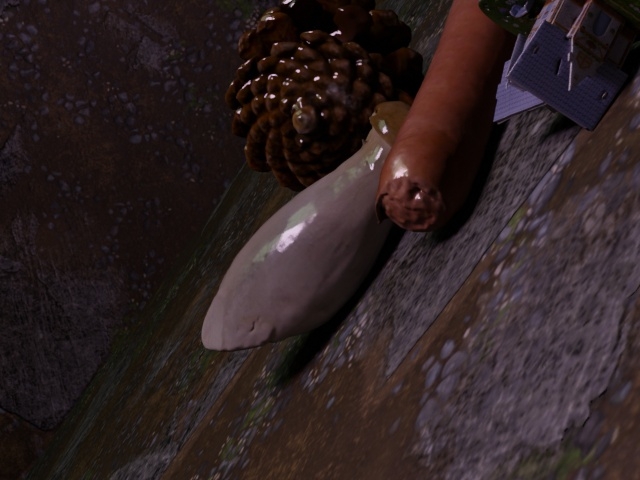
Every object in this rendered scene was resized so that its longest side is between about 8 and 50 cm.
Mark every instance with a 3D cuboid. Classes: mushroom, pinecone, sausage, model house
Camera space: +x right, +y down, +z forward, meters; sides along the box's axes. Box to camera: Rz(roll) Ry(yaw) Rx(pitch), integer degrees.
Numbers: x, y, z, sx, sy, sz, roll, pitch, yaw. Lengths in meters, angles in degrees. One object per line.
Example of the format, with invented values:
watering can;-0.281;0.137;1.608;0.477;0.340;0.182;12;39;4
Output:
mushroom;0.000;0.000;1.262;0.350;0.128;0.128;-50;12;8
pinecone;0.015;-0.198;1.442;0.264;0.264;0.264;-53;12;16
sausage;0.152;-0.174;1.196;0.094;0.094;0.419;102;-171;-54
model house;0.184;-0.147;0.943;0.088;0.117;0.167;-63;15;-12
